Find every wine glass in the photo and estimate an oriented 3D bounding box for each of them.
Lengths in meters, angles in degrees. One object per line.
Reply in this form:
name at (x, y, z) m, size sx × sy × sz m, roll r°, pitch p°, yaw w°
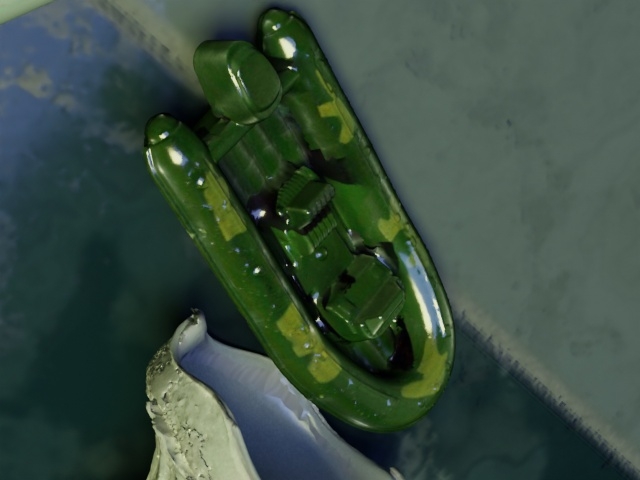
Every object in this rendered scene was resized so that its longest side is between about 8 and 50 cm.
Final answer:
wine glass at (-0.065, 0.152, 0.505) m, size 0.196 × 0.165 × 0.165 m, roll -43°, pitch 119°, yaw 6°

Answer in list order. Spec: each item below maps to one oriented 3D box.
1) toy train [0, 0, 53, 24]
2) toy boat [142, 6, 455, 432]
toy train at (-0.259, -0.048, 0.387) m, size 0.407 × 0.088 × 0.086 m, roll -26°, pitch 118°, yaw -9°
toy boat at (0.000, 0.000, 0.518) m, size 0.104 × 0.052 × 0.210 m, roll -49°, pitch 123°, yaw -31°
